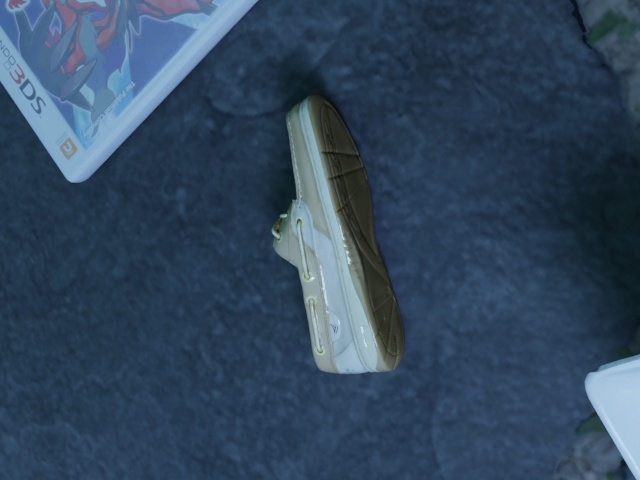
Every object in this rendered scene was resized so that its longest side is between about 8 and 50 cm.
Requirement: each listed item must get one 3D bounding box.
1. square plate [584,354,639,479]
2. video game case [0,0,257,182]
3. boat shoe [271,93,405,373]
[{"bbox_3d":[0.343,0.145,0.662,0.344,0.049,0.347,-20,111,36],"label":"square plate"},{"bbox_3d":[-0.149,-0.170,0.984,0.201,0.023,0.183,-42,76,27],"label":"video game case"},{"bbox_3d":[0.000,0.000,0.900,0.059,0.063,0.170,-13,91,24],"label":"boat shoe"}]
